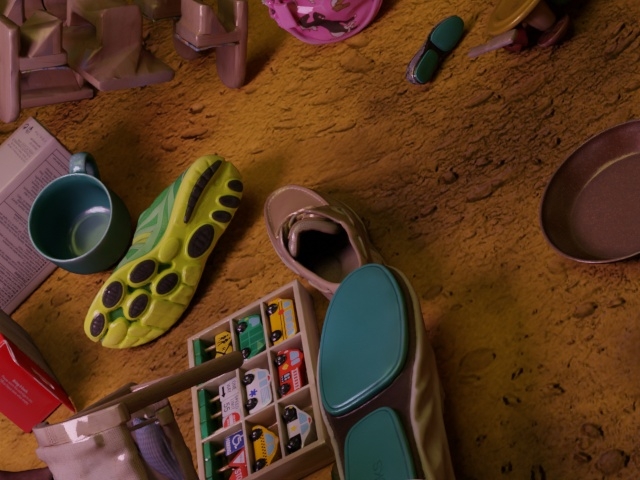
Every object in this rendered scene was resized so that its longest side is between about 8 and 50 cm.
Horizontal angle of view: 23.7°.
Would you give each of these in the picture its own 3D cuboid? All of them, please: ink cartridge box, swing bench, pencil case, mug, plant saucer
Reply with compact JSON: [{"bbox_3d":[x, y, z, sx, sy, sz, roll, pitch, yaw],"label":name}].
[{"bbox_3d":[-0.424,0.163,2.031,0.078,0.134,0.231,-43,37,-3],"label":"ink cartridge box"},{"bbox_3d":[-0.156,0.271,1.521,0.165,0.253,0.255,-19,0,27],"label":"swing bench"},{"bbox_3d":[0.000,-0.461,2.251,0.386,0.167,0.160,-91,26,-45],"label":"pencil case"},{"bbox_3d":[-0.323,-0.029,2.137,0.129,0.097,0.157,30,82,24],"label":"mug"},{"bbox_3d":[0.334,-0.047,1.659,0.199,0.036,0.198,-23,42,22],"label":"plant saucer"}]

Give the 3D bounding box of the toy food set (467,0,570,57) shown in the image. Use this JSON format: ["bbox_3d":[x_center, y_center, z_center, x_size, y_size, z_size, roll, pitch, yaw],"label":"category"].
[{"bbox_3d":[0.280,-0.295,1.928,0.218,0.071,0.128,-58,17,-23],"label":"toy food set"}]

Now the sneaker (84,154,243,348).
[{"bbox_3d":[-0.204,0.021,2.027,0.295,0.109,0.123,-55,14,-11],"label":"sneaker"}]

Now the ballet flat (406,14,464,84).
[{"bbox_3d":[0.146,-0.252,2.018,0.041,0.041,0.114,15,64,47],"label":"ballet flat"}]

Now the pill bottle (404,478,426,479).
[{"bbox_3d":[0.119,0.313,1.352,0.121,0.216,0.121,-23,42,22],"label":"pill bottle"}]

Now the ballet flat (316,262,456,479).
[{"bbox_3d":[0.079,0.192,1.577,0.139,0.139,0.400,-29,35,17],"label":"ballet flat"}]

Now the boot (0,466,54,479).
[{"bbox_3d":[-0.422,0.318,1.948,0.207,0.090,0.248,-17,42,12],"label":"boot"}]

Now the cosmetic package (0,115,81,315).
[{"bbox_3d":[-0.462,-0.010,2.213,0.309,0.160,0.113,-44,37,-5],"label":"cosmetic package"}]

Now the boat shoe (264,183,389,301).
[{"bbox_3d":[0.000,0.000,1.850,0.109,0.098,0.302,-41,38,1],"label":"boat shoe"}]

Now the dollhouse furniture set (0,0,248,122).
[{"bbox_3d":[-0.361,-0.271,2.272,0.362,0.256,0.394,-13,32,-31],"label":"dollhouse furniture set"}]

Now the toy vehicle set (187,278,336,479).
[{"bbox_3d":[-0.072,0.181,1.790,0.166,0.035,0.267,-30,39,16],"label":"toy vehicle set"}]

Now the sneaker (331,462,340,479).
[{"bbox_3d":[0.028,0.308,1.557,0.086,0.064,0.192,-32,42,4],"label":"sneaker"}]
